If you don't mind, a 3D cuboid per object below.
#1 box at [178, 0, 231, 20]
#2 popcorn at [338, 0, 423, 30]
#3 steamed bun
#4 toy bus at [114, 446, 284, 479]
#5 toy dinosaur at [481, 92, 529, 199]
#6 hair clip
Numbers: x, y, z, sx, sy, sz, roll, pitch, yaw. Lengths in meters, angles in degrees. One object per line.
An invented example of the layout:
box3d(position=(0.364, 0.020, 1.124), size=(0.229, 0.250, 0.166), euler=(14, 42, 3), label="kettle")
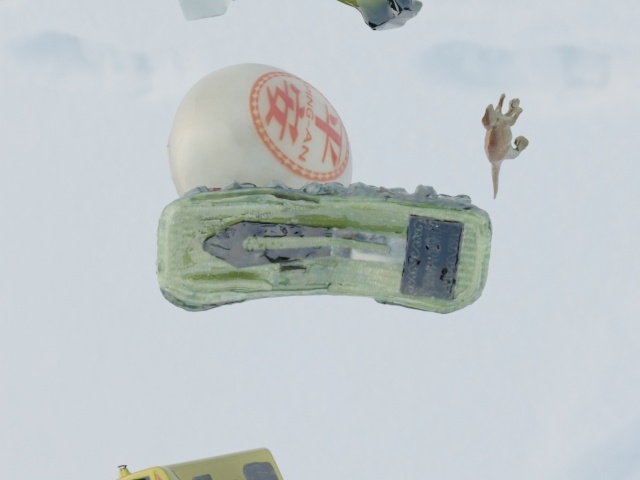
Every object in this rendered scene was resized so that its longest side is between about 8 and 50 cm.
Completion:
box3d(position=(-0.049, -0.221, 0.717), size=(0.032, 0.220, 0.122), euler=(-7, 126, 20), label="box")
box3d(position=(-0.060, -0.333, 1.136), size=(0.293, 0.237, 0.293), euler=(5, 164, 2), label="popcorn")
box3d(position=(-0.054, -0.102, 1.560), size=(0.232, 0.232, 0.145), euler=(49, 135, -13), label="steamed bun")
box3d(position=(-0.177, 0.339, 1.673), size=(0.151, 0.331, 0.145), euler=(-30, 74, 26), label="toy bus")
box3d(position=(0.211, -0.105, 1.656), size=(0.039, 0.126, 0.162), euler=(25, 117, 23), label="toy dinosaur")
box3d(position=(0.001, -0.001, 1.338), size=(0.321, 0.091, 0.138), euler=(3, 110, -8), label="hair clip")
